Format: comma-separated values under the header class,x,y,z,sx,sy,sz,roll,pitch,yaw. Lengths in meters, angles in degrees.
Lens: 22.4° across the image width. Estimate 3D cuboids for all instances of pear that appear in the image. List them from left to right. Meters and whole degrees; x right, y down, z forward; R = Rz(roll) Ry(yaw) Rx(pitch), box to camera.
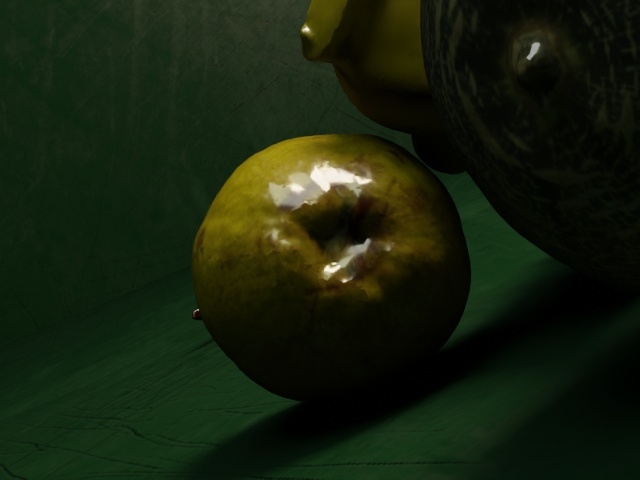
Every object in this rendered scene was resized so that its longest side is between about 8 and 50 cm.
class,x,y,z,sx,sy,sz,roll,pitch,yaw
pear,0.006,0.013,0.860,0.149,0.148,0.162,-24,0,-8

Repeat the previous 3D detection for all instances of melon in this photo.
class,x,y,z,sx,sy,sz,roll,pitch,yaw
melon,0.186,-0.101,0.658,0.329,0.248,0.249,-17,-1,-43

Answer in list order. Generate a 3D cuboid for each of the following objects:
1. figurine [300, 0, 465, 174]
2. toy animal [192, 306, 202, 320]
class,x,y,z,sx,sy,sz,roll,pitch,yaw
figurine,0.136,-0.093,0.915,0.218,0.169,0.327,12,-16,42
toy animal,0.012,0.015,1.400,0.243,0.087,0.260,-36,0,24
